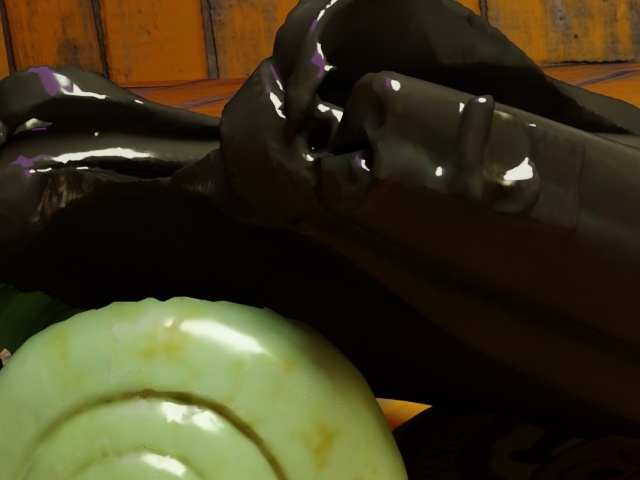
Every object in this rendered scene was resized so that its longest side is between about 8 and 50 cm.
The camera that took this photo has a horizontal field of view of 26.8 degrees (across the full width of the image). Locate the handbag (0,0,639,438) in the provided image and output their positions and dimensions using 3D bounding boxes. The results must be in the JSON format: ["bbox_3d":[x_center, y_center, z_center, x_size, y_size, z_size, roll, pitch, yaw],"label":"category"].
[{"bbox_3d":[0.020,-0.003,0.474,0.257,0.113,0.285,15,-9,-40],"label":"handbag"}]

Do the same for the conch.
[{"bbox_3d":[-0.058,0.069,0.430,0.143,0.137,0.250,-9,11,-11],"label":"conch"}]

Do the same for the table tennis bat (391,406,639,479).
[{"bbox_3d":[0.190,0.073,0.502,0.368,0.054,0.224,-9,12,2],"label":"table tennis bat"}]
